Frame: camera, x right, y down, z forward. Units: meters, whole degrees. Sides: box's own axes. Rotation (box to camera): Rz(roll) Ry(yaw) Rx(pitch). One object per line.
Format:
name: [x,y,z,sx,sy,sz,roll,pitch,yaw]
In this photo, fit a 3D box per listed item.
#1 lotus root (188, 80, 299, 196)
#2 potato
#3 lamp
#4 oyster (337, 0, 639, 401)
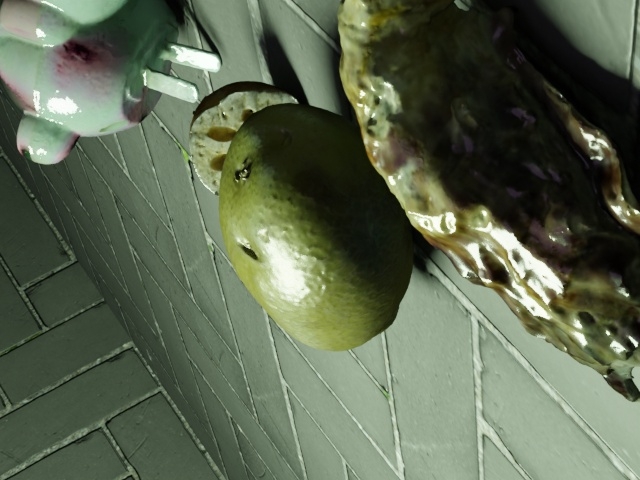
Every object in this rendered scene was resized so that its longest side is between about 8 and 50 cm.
lotus root: [-0.069,-0.091,1.229,0.122,0.112,0.081,68,170,-26]
potato: [0.000,0.000,1.100,0.251,0.159,0.174,66,-170,-49]
lamp: [-0.223,-0.241,1.349,0.247,0.247,0.301,16,136,10]
oyster: [0.119,-0.021,0.800,0.271,0.100,0.275,30,144,34]
